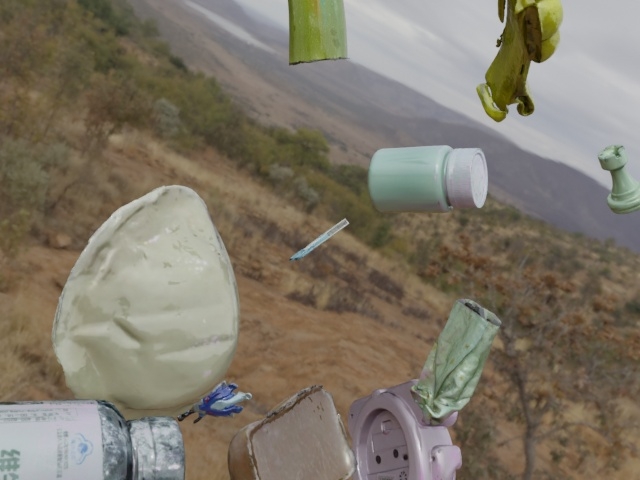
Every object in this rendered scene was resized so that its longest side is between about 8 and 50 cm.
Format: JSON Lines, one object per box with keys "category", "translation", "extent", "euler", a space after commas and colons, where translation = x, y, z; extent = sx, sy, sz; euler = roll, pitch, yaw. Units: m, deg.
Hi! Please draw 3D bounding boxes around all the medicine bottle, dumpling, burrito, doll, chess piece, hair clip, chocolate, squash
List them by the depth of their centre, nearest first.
{"category": "hair clip", "translation": [0.162, -0.158, 0.556], "extent": [0.173, 0.046, 0.072], "euler": [75, 1, -64]}
{"category": "medicine bottle", "translation": [-0.283, 0.225, 0.664], "extent": [0.293, 0.141, 0.141], "euler": [5, 23, -28]}
{"category": "chocolate", "translation": [-0.050, 0.304, 0.978], "extent": [0.261, 0.083, 0.161], "euler": [-5, 78, -63]}
{"category": "squash", "translation": [-0.007, -0.362, 1.039], "extent": [0.095, 0.188, 0.095], "euler": [-4, 14, 1]}
{"category": "dumpling", "translation": [-0.265, 0.109, 1.071], "extent": [0.233, 0.395, 0.315], "euler": [14, 6, 30]}
{"category": "chess piece", "translation": [0.480, -0.100, 1.107], "extent": [0.103, 0.067, 0.067], "euler": [59, 3, -21]}
{"category": "burrito", "translation": [0.247, 0.223, 1.260], "extent": [0.089, 0.229, 0.144], "euler": [25, 4, -10]}
{"category": "medicine bottle", "translation": [0.221, -0.126, 1.440], "extent": [0.225, 0.139, 0.139], "euler": [1, 0, 29]}
{"category": "doll", "translation": [-0.264, 0.399, 1.713], "extent": [0.195, 0.096, 0.070], "euler": [-12, 8, 6]}

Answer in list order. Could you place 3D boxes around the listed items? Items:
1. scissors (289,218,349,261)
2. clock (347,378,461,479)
{"category": "scissors", "translation": [0.000, 0.000, 1.152], "extent": [0.014, 0.119, 0.058], "euler": [57, -18, -8]}
{"category": "clock", "translation": [0.172, 0.471, 1.458], "extent": [0.113, 0.295, 0.322], "euler": [10, 62, -30]}
